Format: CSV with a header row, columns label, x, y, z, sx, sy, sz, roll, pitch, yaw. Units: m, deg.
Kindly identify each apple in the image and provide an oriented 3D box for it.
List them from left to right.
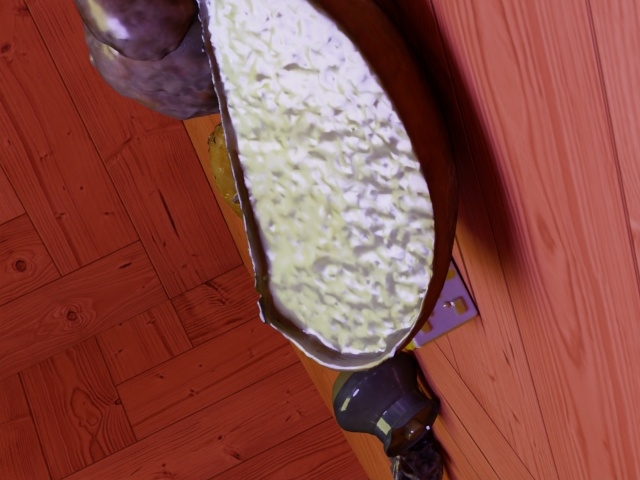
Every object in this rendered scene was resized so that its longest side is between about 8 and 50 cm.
label,x,y,z,sx,sy,sz,roll,pitch,yaw
apple,0.010,-0.073,1.059,0.254,0.179,0.346,34,141,62

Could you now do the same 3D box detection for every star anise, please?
label,x,y,z,sx,sy,sz,roll,pitch,yaw
star anise,0.128,0.309,1.976,0.230,0.081,0.262,-138,34,-72

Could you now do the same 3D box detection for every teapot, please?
label,x,y,z,sx,sy,sz,roll,pitch,yaw
teapot,0.093,0.208,1.787,0.119,0.130,0.166,44,-162,25

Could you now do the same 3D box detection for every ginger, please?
label,x,y,z,sx,sy,sz,roll,pitch,yaw
ginger,-0.106,-0.218,1.110,0.304,0.155,0.244,-80,-18,-44

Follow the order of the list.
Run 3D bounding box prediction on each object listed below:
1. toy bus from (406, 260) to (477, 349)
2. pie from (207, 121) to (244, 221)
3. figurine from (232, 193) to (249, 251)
label,x,y,z,sx,sy,sz,roll,pitch,yaw
toy bus,0.062,-0.009,1.295,0.226,0.081,0.074,64,172,-3
pie,-0.008,-0.043,1.514,0.273,0.069,0.273,31,155,16
figurine,0.003,0.003,1.386,0.122,0.121,0.176,43,173,43
